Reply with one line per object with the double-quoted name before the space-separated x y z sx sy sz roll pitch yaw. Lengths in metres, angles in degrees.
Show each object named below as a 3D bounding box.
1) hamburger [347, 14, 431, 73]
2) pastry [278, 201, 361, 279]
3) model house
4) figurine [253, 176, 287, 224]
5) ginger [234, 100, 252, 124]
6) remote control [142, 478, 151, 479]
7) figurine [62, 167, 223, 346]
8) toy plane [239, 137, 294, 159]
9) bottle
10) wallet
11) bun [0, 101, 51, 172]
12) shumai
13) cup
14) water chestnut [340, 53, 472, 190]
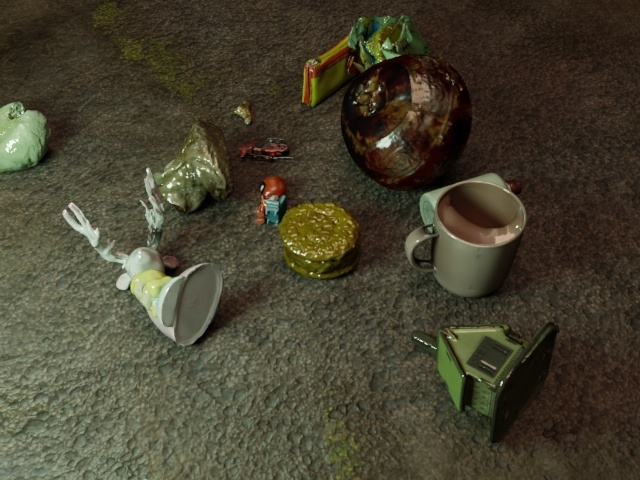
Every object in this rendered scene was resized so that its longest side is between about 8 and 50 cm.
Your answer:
"hamburger" 0.214 -0.515 2.096 0.260 0.150 0.276 -26 89 -38
"pastry" 0.000 0.000 1.745 0.188 0.103 0.189 -1 49 1
"model house" 0.284 0.214 1.492 0.278 0.218 0.205 29 54 29
"figurine" -0.115 -0.103 1.860 0.075 0.068 0.140 4 51 7
"ginger" -0.214 -0.356 2.106 0.048 0.030 0.097 -5 47 -6
"remote control" -0.320 0.505 1.358 0.061 0.029 0.162 9 50 11
"figurine" -0.356 0.028 1.628 0.206 0.284 0.315 -37 46 -29
"toy plane" -0.138 -0.234 1.996 0.145 0.037 0.060 4 59 -1
"bottle" 0.365 -0.096 1.824 0.245 0.104 0.104 -17 51 -15
"wallet" 0.044 -0.484 2.144 0.067 0.141 0.241 34 58 21
"bun" -0.774 -0.257 1.964 0.203 0.126 0.213 -32 45 8
"shumai" -0.313 -0.181 1.852 0.185 0.184 0.218 -10 63 -10
"cup" 0.304 0.012 1.666 0.252 0.200 0.192 -12 50 -11
"water chestnut" 0.223 -0.288 1.890 0.350 0.302 0.351 -15 65 33
